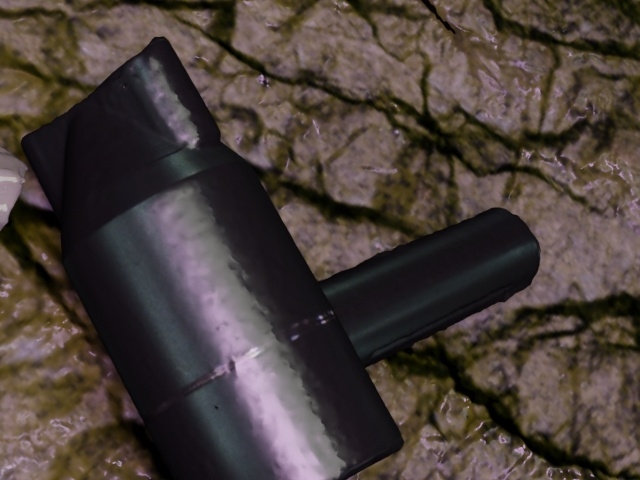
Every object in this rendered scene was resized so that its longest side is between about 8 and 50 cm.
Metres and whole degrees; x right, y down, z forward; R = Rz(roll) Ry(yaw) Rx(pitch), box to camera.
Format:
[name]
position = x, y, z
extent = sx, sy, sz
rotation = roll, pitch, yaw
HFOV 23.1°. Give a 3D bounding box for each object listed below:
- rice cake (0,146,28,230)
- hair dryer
[rice cake]
position = -0.268, -0.052, 0.764
extent = 0.256, 0.052, 0.057
rotation = 17, 34, -22
[hair dryer]
position = 0.000, 0.000, 0.873
extent = 0.302, 0.116, 0.244
rotation = -21, 81, -45
